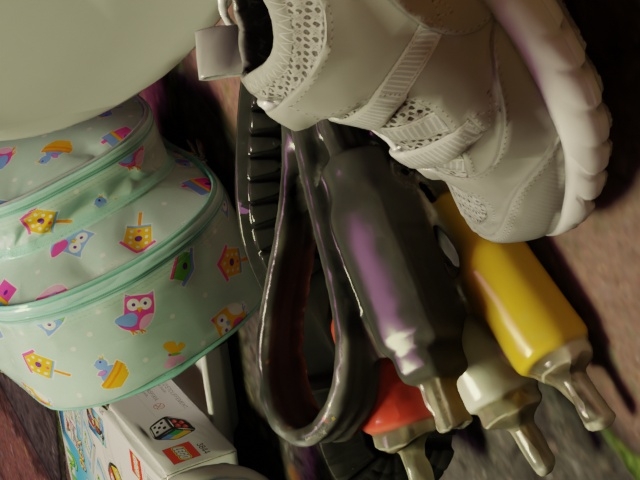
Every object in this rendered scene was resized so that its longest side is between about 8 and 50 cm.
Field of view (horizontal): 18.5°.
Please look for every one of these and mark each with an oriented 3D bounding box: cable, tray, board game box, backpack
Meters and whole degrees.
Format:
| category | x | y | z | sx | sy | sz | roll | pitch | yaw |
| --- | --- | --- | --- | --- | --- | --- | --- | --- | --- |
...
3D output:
| category | x | y | z | sx | sy | sz | roll | pitch | yaw |
| --- | --- | --- | --- | --- | --- | --- | --- | --- | --- |
| cable | 0.016 | -0.031 | 0.808 | 0.139 | 0.072 | 0.287 | -27 | 74 | 35 |
| tray | -0.117 | 0.037 | 1.279 | 0.270 | 0.030 | 0.145 | 42 | 146 | 51 |
| board game box | -0.100 | 0.222 | 1.276 | 0.193 | 0.053 | 0.305 | 40 | 143 | 52 |
| backpack | -0.127 | 0.003 | 1.082 | 0.188 | 0.166 | 0.144 | 38 | 152 | 50 |

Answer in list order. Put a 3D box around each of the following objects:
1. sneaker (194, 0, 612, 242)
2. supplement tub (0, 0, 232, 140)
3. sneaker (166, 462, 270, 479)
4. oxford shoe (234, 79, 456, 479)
| category | x | y | z | sx | sy | sz | roll | pitch | yaw |
| --- | --- | --- | --- | --- | --- | --- | --- | --- | --- |
| sneaker | 0.014 | -0.079 | 0.638 | 0.281 | 0.115 | 0.105 | 56 | -170 | -54 |
| supplement tub | -0.188 | -0.230 | 0.920 | 0.331 | 0.241 | 0.241 | 56 | 155 | 33 |
| sneaker | -0.005 | 0.285 | 1.096 | 0.208 | 0.127 | 0.319 | 46 | 158 | 51 |
| oxford shoe | 0.000 | 0.000 | 0.887 | 0.096 | 0.083 | 0.227 | -132 | 32 | -70 |
